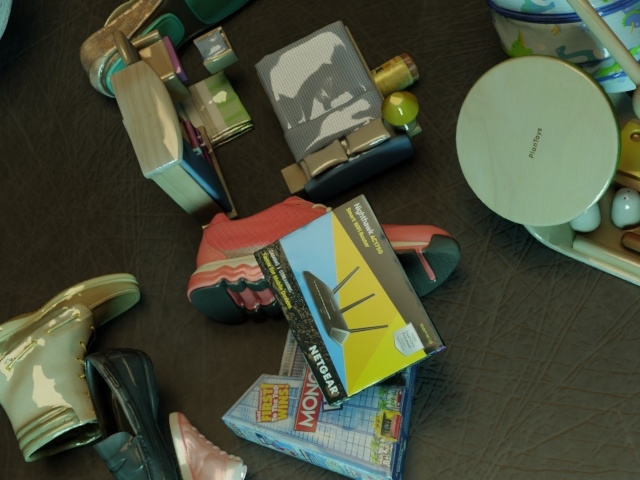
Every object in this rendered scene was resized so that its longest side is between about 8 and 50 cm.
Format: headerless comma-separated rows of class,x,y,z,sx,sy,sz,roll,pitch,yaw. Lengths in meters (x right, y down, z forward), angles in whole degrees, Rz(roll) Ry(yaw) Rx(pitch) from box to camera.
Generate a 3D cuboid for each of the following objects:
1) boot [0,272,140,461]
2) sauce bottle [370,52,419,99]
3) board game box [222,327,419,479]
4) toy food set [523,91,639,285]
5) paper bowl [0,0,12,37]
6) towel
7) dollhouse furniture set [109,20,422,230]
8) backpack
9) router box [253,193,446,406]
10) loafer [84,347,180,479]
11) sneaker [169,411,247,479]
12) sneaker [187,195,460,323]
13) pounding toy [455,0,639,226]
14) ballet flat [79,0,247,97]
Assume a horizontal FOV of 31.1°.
boot,-0.274,0.142,1.316,0.213,0.077,0.165,-28,64,-20
sauce bottle,0.062,-0.189,1.447,0.128,0.042,0.042,-30,57,-6
board game box,0.001,0.163,1.241,0.194,0.060,0.194,3,61,15
toy food set,0.401,-0.055,1.248,0.306,0.092,0.220,25,69,27
paper bowl,-0.553,-0.353,1.605,0.284,0.148,0.284,1,94,21
towel,-0.175,-0.155,1.501,0.152,0.023,0.113,-28,58,-3
dollhouse furniture set,-0.071,-0.200,1.357,0.303,0.198,0.286,-25,67,5
backpack,0.323,-0.332,1.342,0.290,0.273,0.355,2,26,21
router box,0.030,0.062,1.187,0.133,0.046,0.179,-29,79,5
loafer,-0.205,0.222,1.226,0.076,0.078,0.223,-33,64,42
sneaker,-0.119,0.237,1.238,0.070,0.051,0.134,-15,49,-11
sneaker,-0.001,0.000,1.308,0.313,0.116,0.136,-7,57,11
pounding toy,0.266,-0.131,1.238,0.183,0.110,0.237,50,123,12
ballet flat,-0.203,-0.325,1.566,0.316,0.107,0.106,-40,51,-12
